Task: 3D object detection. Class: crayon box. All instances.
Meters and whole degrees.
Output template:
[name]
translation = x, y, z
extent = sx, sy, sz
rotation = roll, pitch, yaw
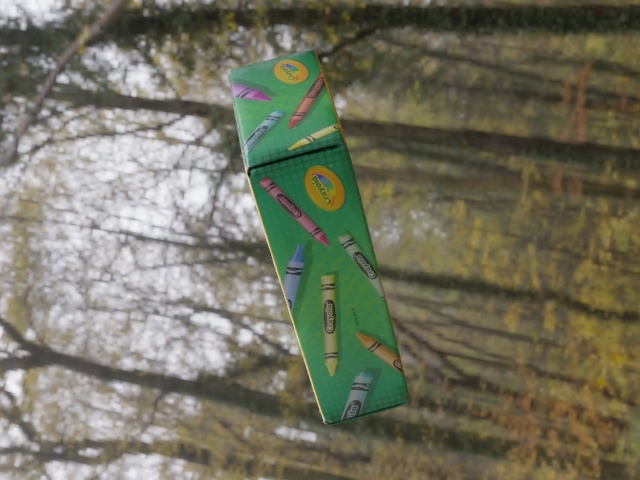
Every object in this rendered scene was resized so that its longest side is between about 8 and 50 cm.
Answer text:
[crayon box]
translation = 0.000, 0.000, 0.961
extent = 0.165, 0.081, 0.278
rotation = -105, 0, -55
